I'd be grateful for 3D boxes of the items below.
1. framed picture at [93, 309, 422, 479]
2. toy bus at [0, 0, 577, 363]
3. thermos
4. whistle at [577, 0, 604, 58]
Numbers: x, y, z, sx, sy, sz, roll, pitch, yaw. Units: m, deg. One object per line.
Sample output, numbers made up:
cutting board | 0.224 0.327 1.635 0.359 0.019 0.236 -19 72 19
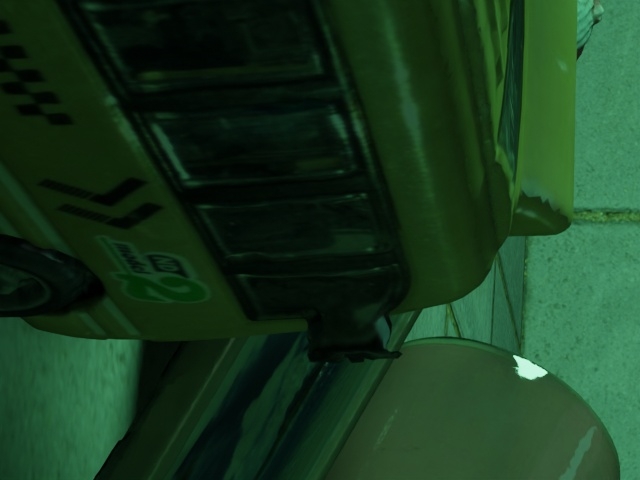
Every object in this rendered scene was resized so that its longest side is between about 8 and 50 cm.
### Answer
framed picture | -0.015 0.057 0.703 0.315 0.024 0.232 -59 163 -8
toy bus | -0.045 -0.099 0.423 0.365 0.202 0.176 66 26 -66
thermos | 0.038 0.196 0.837 0.265 0.146 0.176 -58 134 -40
whistle | 0.138 -0.135 1.478 0.189 0.189 0.347 -66 166 -63
